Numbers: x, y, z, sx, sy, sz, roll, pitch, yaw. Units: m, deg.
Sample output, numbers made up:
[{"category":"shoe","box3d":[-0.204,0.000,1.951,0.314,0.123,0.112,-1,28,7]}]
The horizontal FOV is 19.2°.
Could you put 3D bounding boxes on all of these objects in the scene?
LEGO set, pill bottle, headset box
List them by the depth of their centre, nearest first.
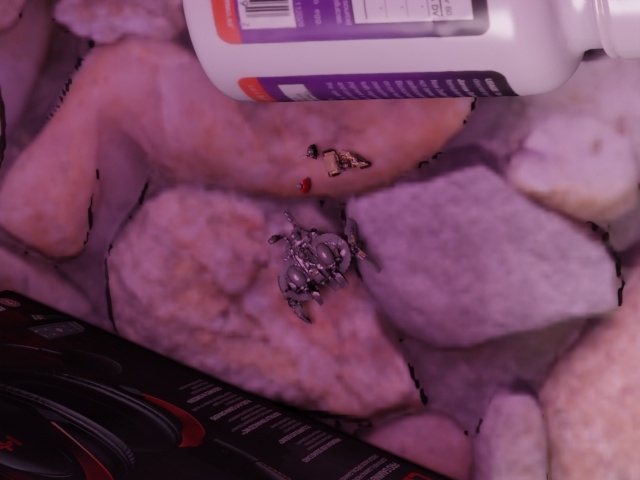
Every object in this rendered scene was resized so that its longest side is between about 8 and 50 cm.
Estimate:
[{"category":"pill bottle","box3d":[0.050,-0.112,0.777,0.193,0.108,0.108,0,98,20]},{"category":"headset box","box3d":[-0.076,0.137,0.803,0.293,0.218,0.110,22,105,17]},{"category":"LEGO set","box3d":[-0.002,-0.001,0.858,0.054,0.023,0.083,-4,97,21]}]
